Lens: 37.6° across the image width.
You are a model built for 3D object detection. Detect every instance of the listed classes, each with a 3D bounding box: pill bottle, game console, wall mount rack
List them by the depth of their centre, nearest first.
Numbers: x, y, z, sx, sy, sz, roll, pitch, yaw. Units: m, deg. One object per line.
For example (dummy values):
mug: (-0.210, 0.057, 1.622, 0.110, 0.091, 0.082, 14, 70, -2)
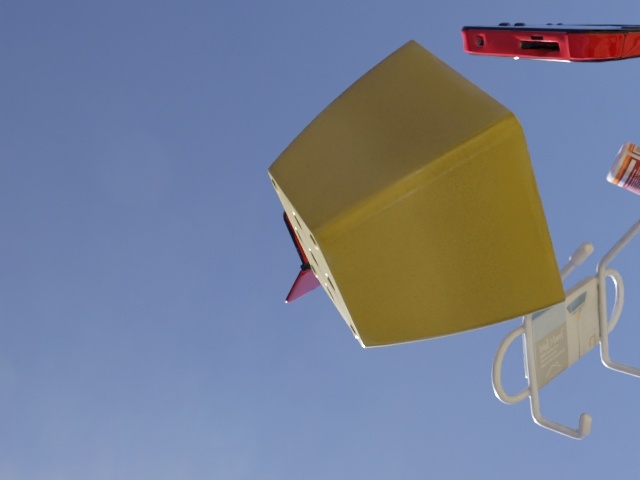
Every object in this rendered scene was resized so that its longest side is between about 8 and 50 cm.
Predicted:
game console: (0.000, 0.000, 1.297, 0.144, 0.085, 0.124, -28, -84, -41)
wall mount rack: (0.391, 0.100, 1.349, 0.350, 0.130, 0.304, -26, -63, -39)
game console: (0.482, -0.371, 1.698, 0.342, 0.386, 0.060, -13, -71, -26)
pill bottle: (0.635, -0.123, 1.800, 0.086, 0.152, 0.086, -60, -11, -20)

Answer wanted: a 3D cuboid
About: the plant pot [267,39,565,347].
plant pot: (0.075, -0.026, 0.876, 0.187, 0.212, 0.212, -28, -54, -6)
